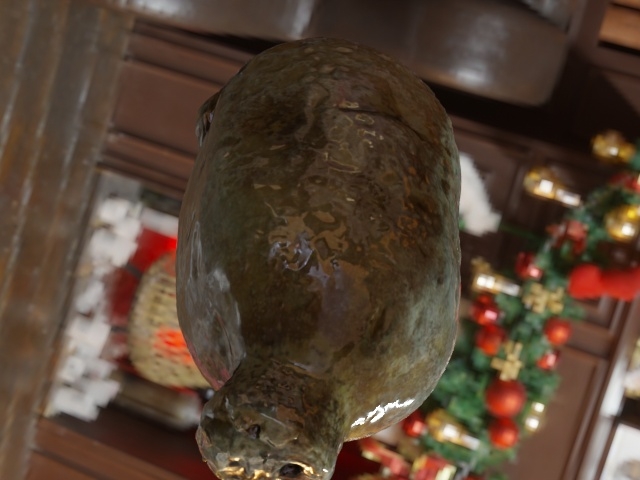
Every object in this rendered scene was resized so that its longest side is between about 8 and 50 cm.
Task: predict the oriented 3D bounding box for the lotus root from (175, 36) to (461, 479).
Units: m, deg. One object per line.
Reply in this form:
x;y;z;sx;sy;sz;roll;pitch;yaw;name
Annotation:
0.003;0.000;0.753;0.349;0.175;0.175;-91;-176;-56;lotus root
